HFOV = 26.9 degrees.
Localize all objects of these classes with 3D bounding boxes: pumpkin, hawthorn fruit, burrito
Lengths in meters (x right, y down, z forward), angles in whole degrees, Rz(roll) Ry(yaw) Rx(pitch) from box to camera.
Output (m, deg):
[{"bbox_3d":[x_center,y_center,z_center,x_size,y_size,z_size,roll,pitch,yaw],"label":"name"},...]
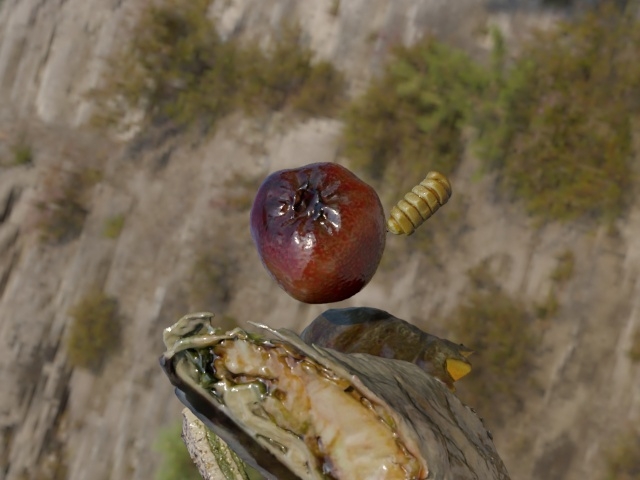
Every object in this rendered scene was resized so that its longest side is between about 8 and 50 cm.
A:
[{"bbox_3d":[0.048,0.160,1.639,0.254,0.149,0.130,-28,9,13],"label":"pumpkin"},{"bbox_3d":[0.000,0.000,1.578,0.188,0.169,0.169,70,-148,-57],"label":"hawthorn fruit"},{"bbox_3d":[0.042,0.145,0.967,0.107,0.175,0.347,-55,-34,5],"label":"burrito"}]

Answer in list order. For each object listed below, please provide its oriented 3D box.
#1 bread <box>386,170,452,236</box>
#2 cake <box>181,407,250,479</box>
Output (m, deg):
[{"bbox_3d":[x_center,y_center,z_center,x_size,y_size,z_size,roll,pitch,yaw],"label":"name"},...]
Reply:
[{"bbox_3d":[0.111,-0.038,1.487,0.088,0.033,0.049,-42,-30,-13],"label":"bread"},{"bbox_3d":[-0.123,0.260,1.585,0.055,0.051,0.140,107,144,-49],"label":"cake"}]
